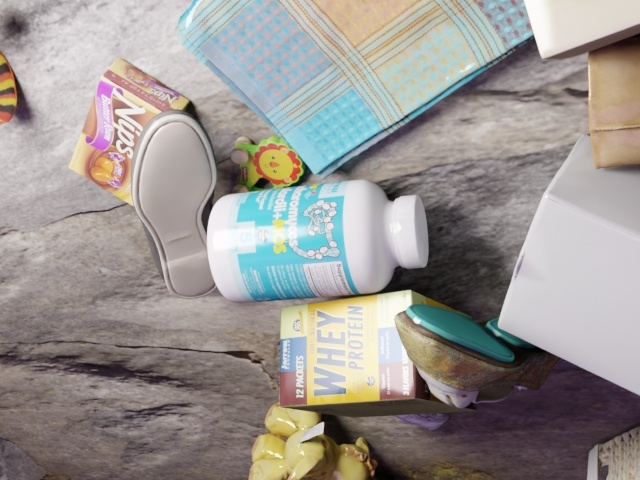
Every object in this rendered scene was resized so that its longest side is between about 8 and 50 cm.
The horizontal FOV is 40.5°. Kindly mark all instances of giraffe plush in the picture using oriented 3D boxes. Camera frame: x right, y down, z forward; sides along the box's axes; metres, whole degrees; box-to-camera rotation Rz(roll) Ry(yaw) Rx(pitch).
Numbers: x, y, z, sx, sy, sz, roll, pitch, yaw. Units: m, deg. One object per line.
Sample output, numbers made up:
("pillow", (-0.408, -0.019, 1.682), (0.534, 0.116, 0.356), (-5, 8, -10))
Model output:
("giraffe plush", (0.006, 0.360, 1.430), (0.170, 0.181, 0.210), (34, 152, -24))

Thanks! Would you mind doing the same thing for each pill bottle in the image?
("pill bottle", (0.000, 0.000, 1.110), (0.264, 0.146, 0.146), (-6, 127, 16))

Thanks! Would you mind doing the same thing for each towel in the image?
("towel", (0.034, -0.242, 0.968), (0.271, 0.040, 0.370), (44, 132, -18))

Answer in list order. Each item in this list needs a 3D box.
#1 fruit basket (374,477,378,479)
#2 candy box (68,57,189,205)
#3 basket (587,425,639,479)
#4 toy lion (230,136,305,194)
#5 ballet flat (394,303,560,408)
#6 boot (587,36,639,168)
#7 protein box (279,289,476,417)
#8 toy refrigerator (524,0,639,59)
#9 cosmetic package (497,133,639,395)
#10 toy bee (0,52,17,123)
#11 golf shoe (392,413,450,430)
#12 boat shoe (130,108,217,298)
("fruit basket", (0.121, 0.582, 1.558), (0.392, 0.283, 0.392), (-2, 86, 33))
("candy box", (-0.262, -0.143, 1.174), (0.109, 0.053, 0.186), (32, 136, -6))
("basket", (0.484, 0.363, 1.256), (0.167, 0.113, 0.103), (33, 132, -7))
("toy lion", (-0.069, -0.095, 1.151), (0.096, 0.034, 0.100), (9, 133, 6))
("ballet flat", (0.191, 0.149, 1.063), (0.123, 0.123, 0.349), (-20, 163, 35))
("boot", (0.415, -0.093, 0.874), (0.270, 0.089, 0.236), (-1, 98, 22))
("protein box", (0.080, 0.161, 1.173), (0.200, 0.135, 0.201), (-10, 161, 30))
("toy refrigerator", (0.325, -0.252, 0.774), (0.270, 0.102, 0.094), (-15, 93, 34))
("cosmetic package", (0.412, 0.066, 0.944), (0.385, 0.156, 0.217), (28, 136, 18))
("toy bee", (-0.495, -0.283, 1.107), (0.195, 0.162, 0.298), (4, 156, 10))
("golf shoe", (0.112, 0.256, 1.357), (0.176, 0.069, 0.086), (20, 140, 7))
("boat shoe", (-0.196, -0.056, 1.167), (0.112, 0.095, 0.335), (-13, 139, -13))
